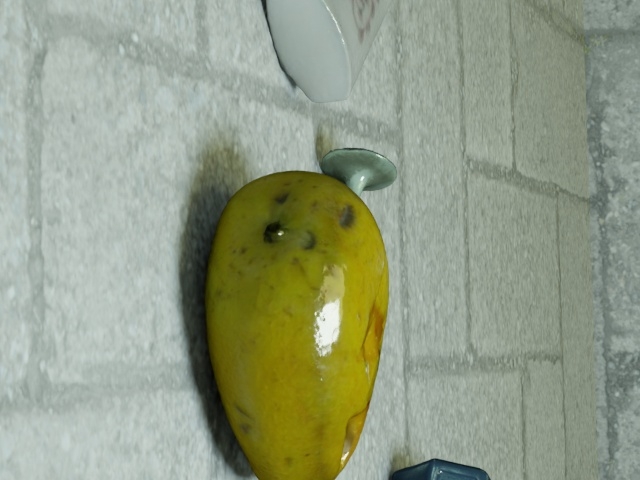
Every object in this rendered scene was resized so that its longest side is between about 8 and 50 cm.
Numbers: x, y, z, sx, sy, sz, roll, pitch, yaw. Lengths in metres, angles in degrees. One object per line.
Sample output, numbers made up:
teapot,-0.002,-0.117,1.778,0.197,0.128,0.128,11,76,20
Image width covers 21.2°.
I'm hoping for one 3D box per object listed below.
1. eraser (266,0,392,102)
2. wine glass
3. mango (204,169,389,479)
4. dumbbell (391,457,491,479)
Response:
eraser,0.020,-0.313,2.113,0.270,0.095,0.174,-68,145,-49
wine glass,0.000,0.000,2.012,0.264,0.096,0.309,59,35,-54
mango,-0.028,0.104,1.846,0.253,0.182,0.365,-47,142,-66
dumbbell,0.154,0.458,2.297,0.156,0.144,0.316,57,37,-52
